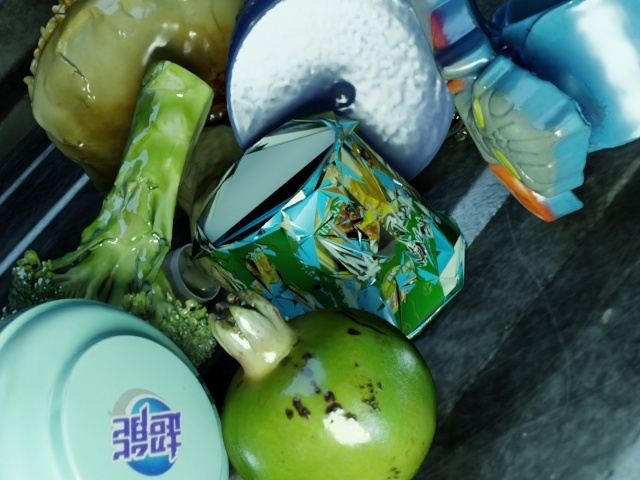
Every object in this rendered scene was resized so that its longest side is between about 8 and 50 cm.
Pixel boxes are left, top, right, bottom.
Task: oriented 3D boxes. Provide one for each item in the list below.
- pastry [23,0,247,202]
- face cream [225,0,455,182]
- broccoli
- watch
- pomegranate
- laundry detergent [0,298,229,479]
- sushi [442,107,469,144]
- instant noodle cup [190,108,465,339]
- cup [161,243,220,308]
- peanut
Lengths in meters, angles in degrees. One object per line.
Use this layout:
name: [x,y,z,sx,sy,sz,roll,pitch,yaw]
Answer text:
pastry: [-0.206,-0.227,1.533,0.409,0.409,0.245,-38,64,12]
face cream: [0.016,-0.188,1.284,0.249,0.249,0.225,-39,17,9]
broccoli: [-0.195,-0.010,1.215,0.252,0.221,0.361,-125,55,-76]
watch: [0.242,-0.170,0.964,0.274,0.241,0.305,-28,15,8]
pomegranate: [-0.009,0.122,0.895,0.180,0.209,0.180,-38,23,19]
laundry detergent: [-0.257,0.217,1.025,0.305,0.287,0.287,-26,30,33]
sushi: [0.190,-0.177,1.272,0.139,0.031,0.201,-36,23,49]
instant noodle cup: [0.000,0.000,1.111,0.240,0.178,0.240,-33,27,19]
cup: [-0.181,0.043,1.427,0.099,0.074,0.102,-23,37,37]
peanut: [-0.094,-0.050,1.373,0.159,0.143,0.291,-32,31,2]
